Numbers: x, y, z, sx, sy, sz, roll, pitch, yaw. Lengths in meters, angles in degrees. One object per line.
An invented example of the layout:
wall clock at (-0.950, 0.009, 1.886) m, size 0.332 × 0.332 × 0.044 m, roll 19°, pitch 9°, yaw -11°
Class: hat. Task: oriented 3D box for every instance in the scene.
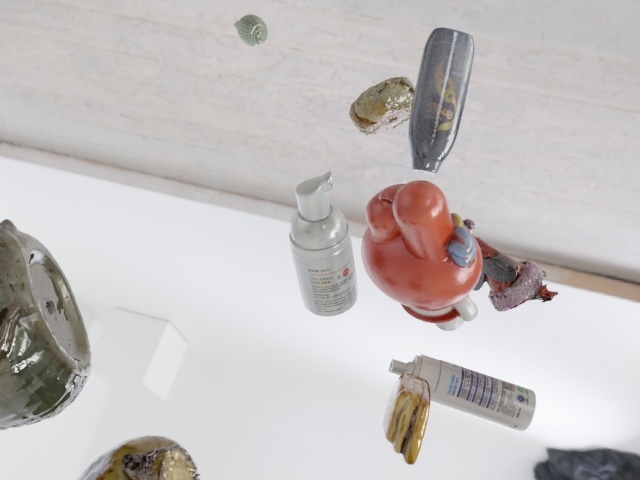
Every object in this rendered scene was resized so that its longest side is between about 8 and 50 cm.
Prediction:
hat at (0.368, 0.046, 1.273) m, size 0.227 × 0.129 × 0.140 m, roll 49°, pitch 174°, yaw -4°

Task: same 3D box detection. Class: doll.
doll at (0.127, 0.020, 0.770) m, size 0.161 × 0.130 × 0.290 m, roll 28°, pitch 158°, yaw 36°

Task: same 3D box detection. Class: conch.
conch at (-0.152, -0.472, 1.350) m, size 0.085 × 0.076 × 0.057 m, roll 49°, pitch 148°, yaw 8°

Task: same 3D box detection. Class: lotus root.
lotus root at (-0.272, 0.370, 0.859) m, size 0.314 × 0.169 × 0.141 m, roll -31°, pitch 114°, yaw 32°

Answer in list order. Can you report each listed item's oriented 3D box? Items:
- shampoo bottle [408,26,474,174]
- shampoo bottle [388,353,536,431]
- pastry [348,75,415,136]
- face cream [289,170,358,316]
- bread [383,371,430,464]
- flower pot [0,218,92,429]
shampoo bottle at (0.196, -0.229, 1.014) m, size 0.087 × 0.234 × 0.049 m, roll 11°, pitch -177°, yaw -10°
shampoo bottle at (0.292, 0.311, 1.284) m, size 0.303 × 0.092 × 0.092 m, roll 17°, pitch 153°, yaw 2°
pastry at (0.130, -0.272, 1.242) m, size 0.153 × 0.081 × 0.153 m, roll -22°, pitch 177°, yaw -1°
face cream at (0.000, 0.000, 1.420) m, size 0.145 × 0.145 × 0.370 m, roll 7°, pitch 131°, yaw 21°
bread at (0.157, 0.314, 1.100) m, size 0.077 × 0.116 × 0.200 m, roll 20°, pitch -176°, yaw 8°
flower pot at (-0.460, 0.117, 0.819) m, size 0.213 × 0.302 × 0.302 m, roll -23°, pitch 152°, yaw -8°
